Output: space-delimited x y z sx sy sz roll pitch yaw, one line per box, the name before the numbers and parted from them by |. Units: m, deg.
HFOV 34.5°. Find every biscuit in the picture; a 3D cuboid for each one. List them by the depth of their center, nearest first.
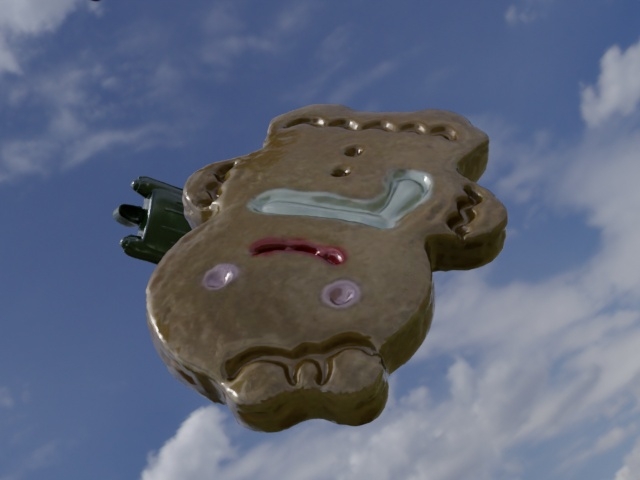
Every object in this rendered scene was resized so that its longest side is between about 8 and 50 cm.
biscuit | -0.001 -0.002 0.535 0.249 0.184 0.035 -59 -31 -45

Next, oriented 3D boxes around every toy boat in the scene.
toy boat | -0.150 -0.005 1.250 0.210 0.104 0.052 19 -26 -32
